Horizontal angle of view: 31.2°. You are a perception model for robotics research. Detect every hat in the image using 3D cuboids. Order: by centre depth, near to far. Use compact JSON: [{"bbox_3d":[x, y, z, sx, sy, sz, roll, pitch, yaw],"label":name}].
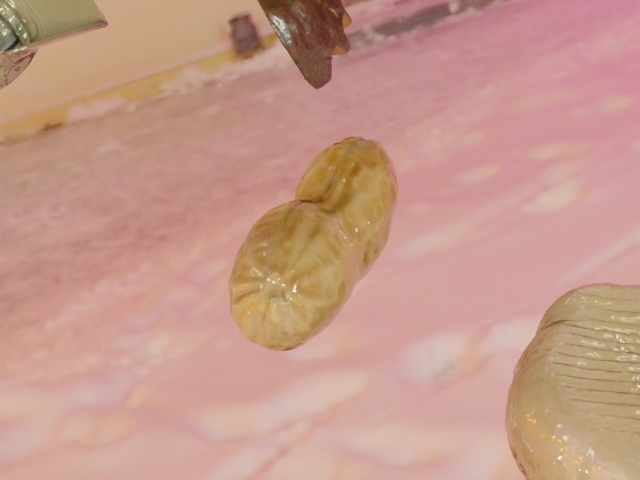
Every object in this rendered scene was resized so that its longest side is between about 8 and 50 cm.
[{"bbox_3d":[-0.232,-0.151,0.769,0.166,0.081,0.122,-20,61,-29],"label":"hat"}]

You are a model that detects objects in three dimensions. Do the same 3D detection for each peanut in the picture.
[{"bbox_3d":[0.000,0.000,1.311,0.147,0.147,0.305,-2,34,40],"label":"peanut"}]

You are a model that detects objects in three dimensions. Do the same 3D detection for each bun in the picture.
[{"bbox_3d":[0.391,0.226,1.344,0.365,0.219,0.365,-1,41,1],"label":"bun"}]

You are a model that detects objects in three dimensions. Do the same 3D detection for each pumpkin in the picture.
[{"bbox_3d":[-0.030,-0.396,1.892,0.130,0.254,0.149,-29,-28,6],"label":"pumpkin"}]
